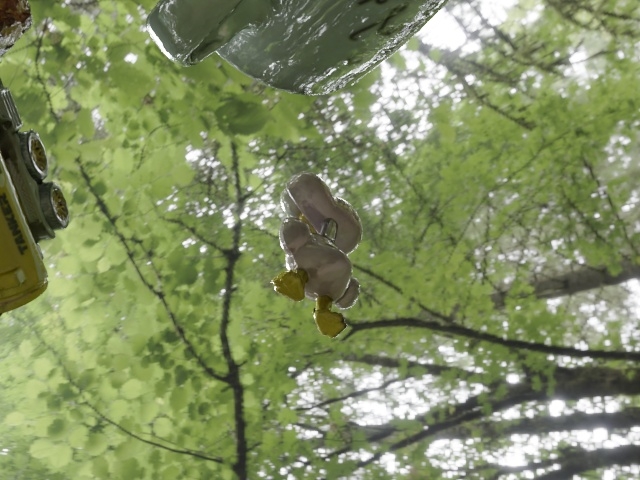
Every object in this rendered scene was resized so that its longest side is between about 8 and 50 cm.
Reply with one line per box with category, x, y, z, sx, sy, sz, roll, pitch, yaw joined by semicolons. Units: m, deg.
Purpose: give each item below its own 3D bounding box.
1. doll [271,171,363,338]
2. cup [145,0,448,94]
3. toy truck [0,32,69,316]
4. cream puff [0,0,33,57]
doll;0.001;-0.001;1.196;0.160;0.094;0.365;46;-164;-19
cup;0.007;-0.202;0.505;0.186;0.234;0.258;50;-122;-9
toy truck;-0.249;-0.061;0.545;0.098;0.114;0.227;-13;-70;3
cream puff;-0.467;-0.296;0.964;0.240;0.240;0.164;16;-75;-27
